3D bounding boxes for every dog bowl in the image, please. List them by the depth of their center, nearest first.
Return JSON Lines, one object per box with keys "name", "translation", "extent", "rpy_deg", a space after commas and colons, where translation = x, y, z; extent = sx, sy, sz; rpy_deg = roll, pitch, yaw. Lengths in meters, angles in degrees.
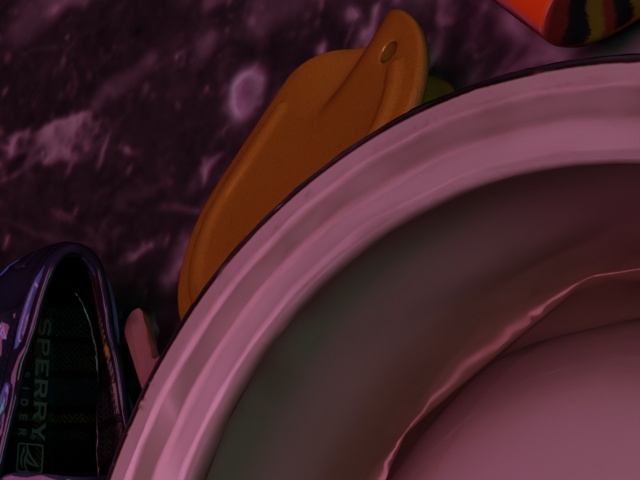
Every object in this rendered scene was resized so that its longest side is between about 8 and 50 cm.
{"name": "dog bowl", "translation": [0.111, 0.151, 0.535], "extent": [0.408, 0.150, 0.408], "rpy_deg": [-11, 69, 32]}

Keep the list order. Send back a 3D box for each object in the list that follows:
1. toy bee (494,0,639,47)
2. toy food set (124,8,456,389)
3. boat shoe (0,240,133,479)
{"name": "toy bee", "translation": [0.181, -0.213, 0.618], "extent": [0.298, 0.162, 0.195], "rpy_deg": [-49, 58, 44]}
{"name": "toy food set", "translation": [0.000, 0.000, 0.720], "extent": [0.218, 0.071, 0.128], "rpy_deg": [-55, 29, 6]}
{"name": "boat shoe", "translation": [-0.133, 0.123, 0.729], "extent": [0.089, 0.109, 0.258], "rpy_deg": [-37, 61, 54]}
